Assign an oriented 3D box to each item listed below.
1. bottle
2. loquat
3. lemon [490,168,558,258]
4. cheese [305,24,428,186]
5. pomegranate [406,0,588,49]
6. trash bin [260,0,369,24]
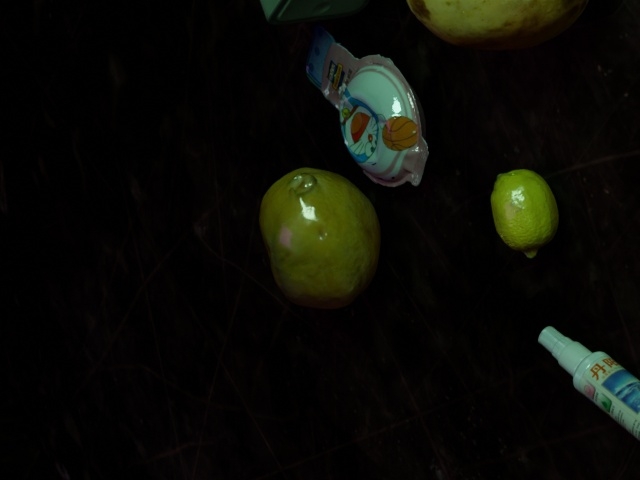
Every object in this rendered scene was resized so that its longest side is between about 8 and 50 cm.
[{"bbox_3d":[0.341,0.172,1.713,0.217,0.060,0.060,40,135,40],"label":"bottle"},{"bbox_3d":[0.000,0.000,2.059,0.187,0.176,0.234,-82,-20,-51],"label":"loquat"},{"bbox_3d":[0.249,-0.033,1.740,0.082,0.082,0.111,-5,104,58],"label":"lemon"},{"bbox_3d":[0.063,-0.185,1.964,0.286,0.074,0.189,51,141,33],"label":"cheese"},{"bbox_3d":[0.189,-0.309,1.573,0.215,0.215,0.215,31,130,47],"label":"pomegranate"},{"bbox_3d":[-0.027,-0.489,1.886,0.223,0.158,0.344,-49,58,53],"label":"trash bin"}]
